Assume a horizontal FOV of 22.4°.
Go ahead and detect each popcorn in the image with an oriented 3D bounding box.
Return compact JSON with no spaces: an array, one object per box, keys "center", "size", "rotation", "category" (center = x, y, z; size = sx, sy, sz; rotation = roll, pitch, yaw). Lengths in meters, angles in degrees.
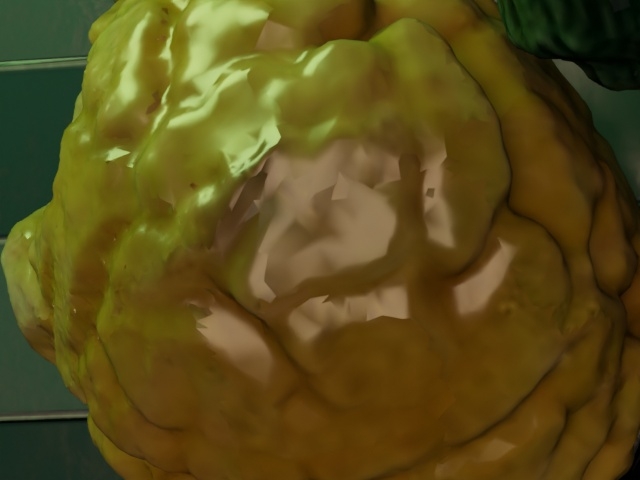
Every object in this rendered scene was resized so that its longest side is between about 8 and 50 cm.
[{"center":[0.009,0.018,0.934],"size":[0.344,0.354,0.390],"rotation":[-37,78,-2],"category":"popcorn"}]

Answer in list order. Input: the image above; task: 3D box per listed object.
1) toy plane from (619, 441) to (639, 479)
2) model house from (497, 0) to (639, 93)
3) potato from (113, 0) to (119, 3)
[{"center":[0.222,0.192,0.943],"size":[0.155,0.106,0.382],"rotation":[3,71,50],"category":"toy plane"},{"center":[0.254,-0.064,0.822],"size":[0.243,0.298,0.284],"rotation":[-15,103,24],"category":"model house"},{"center":[-0.097,-0.203,1.083],"size":[0.109,0.118,0.178],"rotation":[-29,97,45],"category":"potato"}]
